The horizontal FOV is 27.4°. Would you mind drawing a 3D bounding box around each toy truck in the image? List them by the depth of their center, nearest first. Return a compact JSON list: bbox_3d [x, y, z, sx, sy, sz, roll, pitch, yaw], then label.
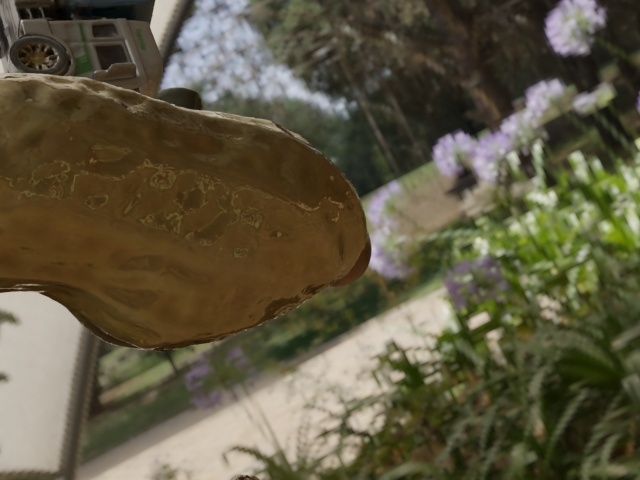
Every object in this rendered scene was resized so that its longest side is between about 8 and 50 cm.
[{"bbox_3d":[-0.272,-0.242,1.363,0.175,0.367,0.146,-7,-34,-21],"label":"toy truck"}]

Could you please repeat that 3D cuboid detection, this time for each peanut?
[{"bbox_3d":[-0.122,-0.017,0.760,0.313,0.152,0.152,13,-23,-30],"label":"peanut"}]

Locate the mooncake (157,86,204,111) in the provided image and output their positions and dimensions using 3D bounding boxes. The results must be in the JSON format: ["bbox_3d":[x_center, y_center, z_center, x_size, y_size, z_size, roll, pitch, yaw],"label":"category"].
[{"bbox_3d":[-0.210,-0.133,1.911,0.168,0.175,0.104,14,-14,12],"label":"mooncake"}]

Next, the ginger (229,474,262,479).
[{"bbox_3d":[-0.141,0.518,1.879,0.176,0.375,0.256,14,5,27],"label":"ginger"}]

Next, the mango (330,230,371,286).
[{"bbox_3d":[0.000,0.000,1.929,0.113,0.138,0.253,-35,-19,15],"label":"mango"}]
